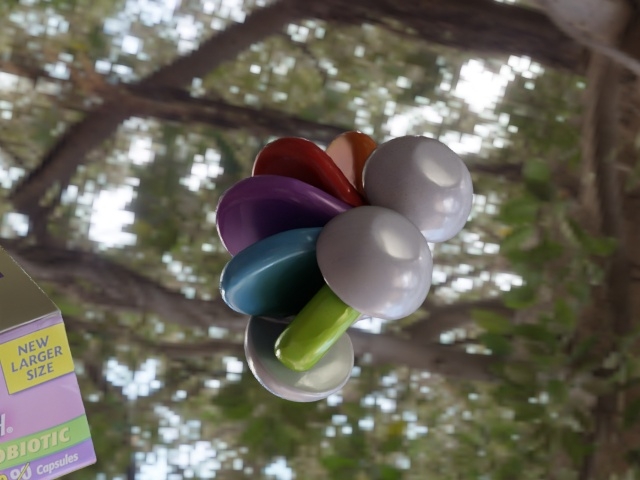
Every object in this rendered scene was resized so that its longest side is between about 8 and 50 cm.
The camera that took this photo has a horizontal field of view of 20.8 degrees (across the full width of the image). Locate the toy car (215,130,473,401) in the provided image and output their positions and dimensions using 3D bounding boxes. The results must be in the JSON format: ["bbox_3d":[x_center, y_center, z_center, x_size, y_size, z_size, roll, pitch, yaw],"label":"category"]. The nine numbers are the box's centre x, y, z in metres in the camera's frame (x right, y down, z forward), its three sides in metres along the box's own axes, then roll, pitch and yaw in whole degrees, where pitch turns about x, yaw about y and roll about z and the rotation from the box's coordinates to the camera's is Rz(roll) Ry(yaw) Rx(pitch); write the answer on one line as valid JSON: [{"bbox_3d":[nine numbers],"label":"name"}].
[{"bbox_3d":[0.000,0.000,1.115,0.159,0.136,0.182,-49,-174,46],"label":"toy car"}]

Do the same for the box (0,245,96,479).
[{"bbox_3d":[-0.299,0.090,1.177,0.243,0.214,0.117,34,-41,56],"label":"box"}]
